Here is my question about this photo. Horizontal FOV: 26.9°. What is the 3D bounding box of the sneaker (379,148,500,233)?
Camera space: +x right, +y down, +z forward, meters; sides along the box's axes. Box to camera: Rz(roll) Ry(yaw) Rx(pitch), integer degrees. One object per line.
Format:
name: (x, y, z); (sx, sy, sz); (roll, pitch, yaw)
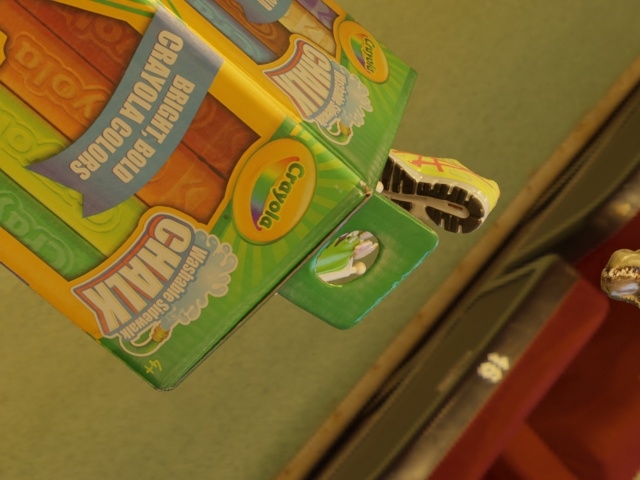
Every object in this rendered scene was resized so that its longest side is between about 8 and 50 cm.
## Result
sneaker: (0.130, -0.072, 1.672); (0.094, 0.208, 0.081); (-32, 140, -47)

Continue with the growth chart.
growth chart: (0.000, 0.000, 1.546); (0.172, 0.237, 0.021); (-17, 66, -14)

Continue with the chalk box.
chalk box: (-0.070, -0.055, 0.734); (0.289, 0.180, 0.179); (40, 27, -8)

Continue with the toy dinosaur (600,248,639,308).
toy dinosaur: (0.294, -0.022, 0.793); (0.268, 0.064, 0.118); (-4, 97, 2)
